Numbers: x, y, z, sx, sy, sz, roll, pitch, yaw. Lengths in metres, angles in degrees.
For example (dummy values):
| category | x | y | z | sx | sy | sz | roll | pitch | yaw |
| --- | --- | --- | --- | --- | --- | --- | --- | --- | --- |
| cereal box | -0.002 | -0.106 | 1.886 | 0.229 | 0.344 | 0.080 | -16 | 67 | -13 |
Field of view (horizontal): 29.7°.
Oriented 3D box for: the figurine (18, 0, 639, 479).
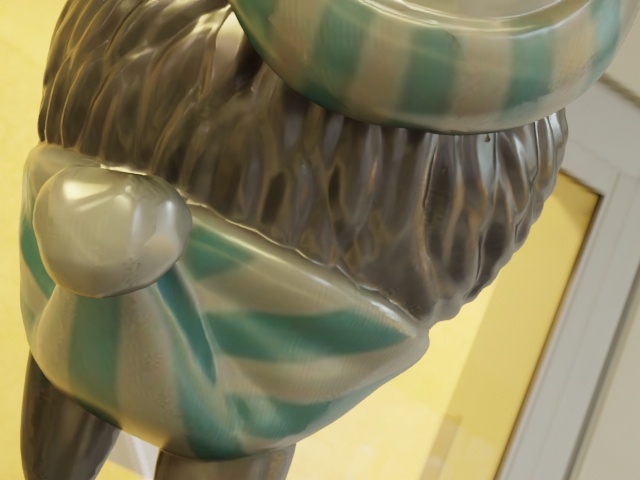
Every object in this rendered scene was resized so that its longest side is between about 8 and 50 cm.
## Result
| category | x | y | z | sx | sy | sz | roll | pitch | yaw |
| --- | --- | --- | --- | --- | --- | --- | --- | --- | --- |
| figurine | 0.000 | 0.000 | 0.519 | 0.266 | 0.377 | 0.361 | 6 | 4 | -10 |
